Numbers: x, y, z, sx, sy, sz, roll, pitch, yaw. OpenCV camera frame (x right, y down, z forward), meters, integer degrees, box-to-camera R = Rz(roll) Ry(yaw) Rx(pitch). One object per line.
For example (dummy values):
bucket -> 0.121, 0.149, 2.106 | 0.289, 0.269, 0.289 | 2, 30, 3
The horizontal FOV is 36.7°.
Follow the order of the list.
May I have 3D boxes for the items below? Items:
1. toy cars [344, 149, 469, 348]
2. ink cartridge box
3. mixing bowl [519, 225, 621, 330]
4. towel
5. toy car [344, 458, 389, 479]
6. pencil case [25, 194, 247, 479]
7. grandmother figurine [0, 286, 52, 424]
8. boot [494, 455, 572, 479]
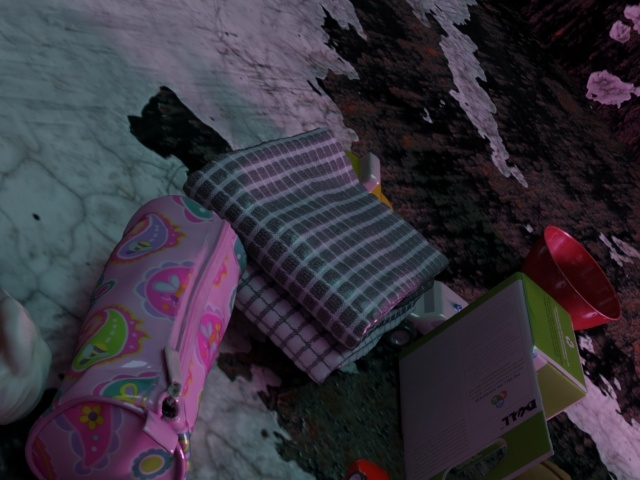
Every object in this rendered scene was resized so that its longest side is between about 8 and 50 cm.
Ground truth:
toy cars -> 0.096, 0.014, 1.218 | 0.176, 0.087, 0.394 | -8, 61, -58
ink cartridge box -> 0.182, 0.186, 1.018 | 0.097, 0.188, 0.255 | 37, 31, -24
mixing bowl -> 0.382, 0.077, 1.538 | 0.181, 0.098, 0.181 | 36, 29, -24
towel -> 0.000, 0.000, 1.012 | 0.235, 0.121, 0.283 | 41, 25, 10
toy car -> 0.049, 0.307, 0.794 | 0.239, 0.053, 0.225 | 57, 20, 16
pencil case -> -0.133, 0.081, 0.769 | 0.124, 0.124, 0.284 | 39, 28, -18
grandmother figurine -> -0.318, 0.040, 0.591 | 0.342, 0.104, 0.208 | 26, 62, -41
boot -> 0.191, 0.297, 0.921 | 0.269, 0.089, 0.236 | 19, 27, -50
